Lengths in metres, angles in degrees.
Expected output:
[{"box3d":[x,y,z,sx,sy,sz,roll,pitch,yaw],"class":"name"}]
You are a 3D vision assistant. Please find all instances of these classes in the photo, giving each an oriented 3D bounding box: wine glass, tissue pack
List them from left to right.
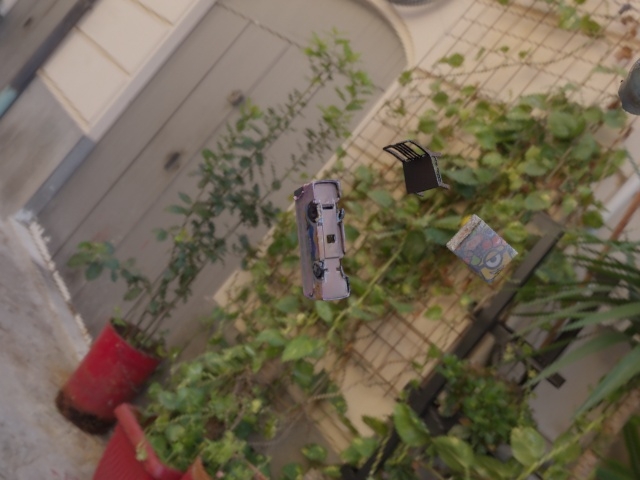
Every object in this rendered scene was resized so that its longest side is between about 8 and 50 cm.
[{"box3d":[0.226,0.014,1.098,0.083,0.063,0.035,38,8,-25],"class":"tissue pack"},{"box3d":[0.622,-0.303,1.430,0.103,0.103,0.222,41,-10,7],"class":"wine glass"}]

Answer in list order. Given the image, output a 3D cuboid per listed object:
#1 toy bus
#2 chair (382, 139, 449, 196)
[{"box3d":[0.001,0.000,1.809,0.090,0.274,0.112,-5,1,-33],"class":"toy bus"},{"box3d":[0.226,-0.169,1.861,0.212,0.084,0.101,5,71,-61],"class":"chair"}]
